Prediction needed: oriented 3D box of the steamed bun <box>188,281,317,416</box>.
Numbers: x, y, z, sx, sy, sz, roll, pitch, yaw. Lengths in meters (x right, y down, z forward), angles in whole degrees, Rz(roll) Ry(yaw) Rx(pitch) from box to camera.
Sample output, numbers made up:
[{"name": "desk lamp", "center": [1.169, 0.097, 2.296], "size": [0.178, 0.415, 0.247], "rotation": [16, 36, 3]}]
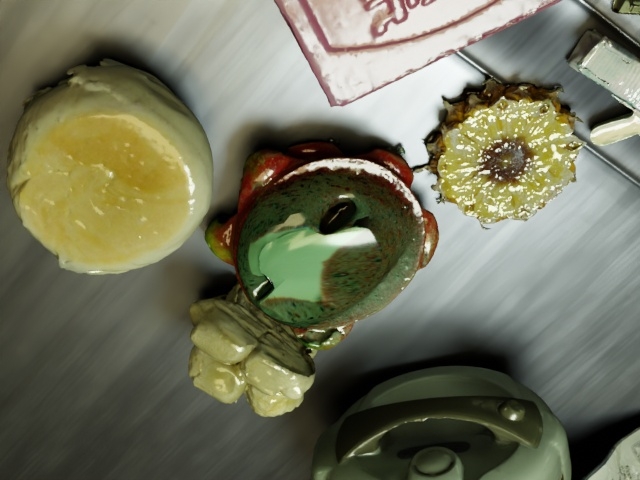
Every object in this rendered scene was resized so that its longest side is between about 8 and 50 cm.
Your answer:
[{"name": "steamed bun", "center": [-0.100, 0.143, 1.489], "size": [0.192, 0.177, 0.106], "rotation": [31, 109, -19]}]

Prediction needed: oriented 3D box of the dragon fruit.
[{"name": "dragon fruit", "center": [0.000, 0.000, 1.443], "size": [0.295, 0.130, 0.268], "rotation": [-11, 123, 6]}]

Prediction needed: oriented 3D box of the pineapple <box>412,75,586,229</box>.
[{"name": "pineapple", "center": [0.225, -0.105, 1.438], "size": [0.221, 0.047, 0.221], "rotation": [-1, 121, -1]}]

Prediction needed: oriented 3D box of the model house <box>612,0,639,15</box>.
[{"name": "model house", "center": [0.390, -0.271, 1.343], "size": [0.083, 0.057, 0.058], "rotation": [2, 159, -5]}]

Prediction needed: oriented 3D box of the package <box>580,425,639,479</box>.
[{"name": "package", "center": [0.432, 0.354, 1.659], "size": [0.232, 0.040, 0.166], "rotation": [-34, 127, -25]}]

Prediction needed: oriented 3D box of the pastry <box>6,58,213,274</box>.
[{"name": "pastry", "center": [-0.252, -0.085, 1.378], "size": [0.264, 0.133, 0.265], "rotation": [-1, 119, -1]}]

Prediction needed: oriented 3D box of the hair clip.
[{"name": "hair clip", "center": [0.395, -0.168, 1.395], "size": [0.218, 0.071, 0.159], "rotation": [30, 117, -12]}]

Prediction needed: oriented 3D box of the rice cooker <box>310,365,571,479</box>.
[{"name": "rice cooker", "center": [0.169, 0.346, 1.536], "size": [0.335, 0.335, 0.325], "rotation": [-12, 119, 4]}]

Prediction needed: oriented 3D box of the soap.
[{"name": "soap", "center": [0.116, -0.329, 1.260], "size": [0.359, 0.128, 0.233], "rotation": [-25, 117, 10]}]
